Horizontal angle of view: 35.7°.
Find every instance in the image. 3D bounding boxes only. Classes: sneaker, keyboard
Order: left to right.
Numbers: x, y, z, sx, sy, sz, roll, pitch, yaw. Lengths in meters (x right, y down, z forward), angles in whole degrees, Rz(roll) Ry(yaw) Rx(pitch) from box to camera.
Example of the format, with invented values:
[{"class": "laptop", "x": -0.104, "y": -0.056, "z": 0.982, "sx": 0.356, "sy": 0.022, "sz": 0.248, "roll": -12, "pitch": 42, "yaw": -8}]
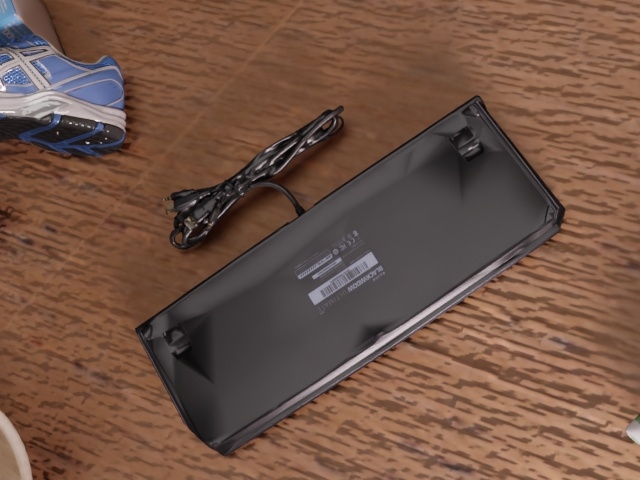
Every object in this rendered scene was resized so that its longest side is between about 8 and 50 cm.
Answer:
[{"class": "sneaker", "x": -0.266, "y": -0.129, "z": 0.830, "sx": 0.211, "sy": 0.080, "sz": 0.081, "roll": 11, "pitch": 69, "yaw": -16}, {"class": "keyboard", "x": 0.000, "y": 0.000, "z": 0.747, "sx": 0.317, "sy": 0.033, "sz": 0.201, "roll": -34, "pitch": 69, "yaw": 3}]

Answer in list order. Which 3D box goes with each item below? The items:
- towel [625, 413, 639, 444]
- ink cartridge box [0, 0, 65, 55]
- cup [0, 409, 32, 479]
[{"class": "towel", "x": 0.362, "y": 0.064, "z": 0.546, "sx": 0.325, "sy": 0.038, "sz": 0.248, "roll": -51, "pitch": 56, "yaw": 6}, {"class": "ink cartridge box", "x": -0.318, "y": -0.171, "z": 0.890, "sx": 0.143, "sy": 0.090, "sz": 0.092, "roll": -30, "pitch": 63, "yaw": 5}, {"class": "cup", "x": -0.400, "y": 0.185, "z": 0.663, "sx": 0.237, "sy": 0.331, "sz": 0.331, "roll": 26, "pitch": 80, "yaw": 34}]
